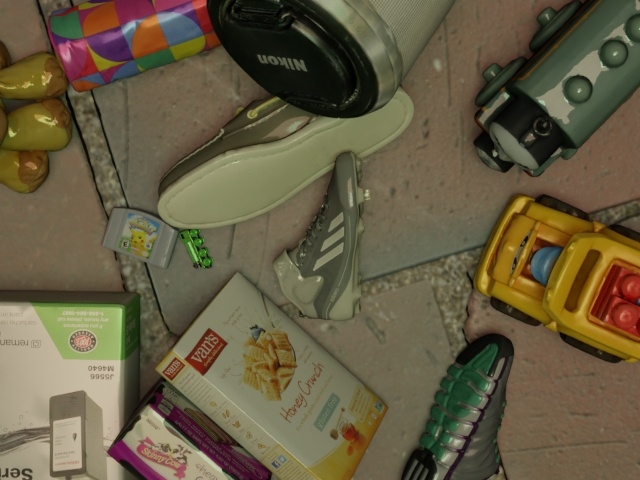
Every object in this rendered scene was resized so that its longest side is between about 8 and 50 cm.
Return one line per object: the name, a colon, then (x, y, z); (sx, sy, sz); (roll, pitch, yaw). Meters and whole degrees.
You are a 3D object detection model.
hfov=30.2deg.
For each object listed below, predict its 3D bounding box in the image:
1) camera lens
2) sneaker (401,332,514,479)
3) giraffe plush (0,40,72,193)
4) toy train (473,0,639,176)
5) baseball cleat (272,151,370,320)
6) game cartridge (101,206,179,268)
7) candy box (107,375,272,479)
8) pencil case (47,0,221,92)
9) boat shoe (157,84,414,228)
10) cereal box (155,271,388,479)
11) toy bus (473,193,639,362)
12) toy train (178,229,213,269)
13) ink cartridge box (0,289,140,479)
camera lens: (0.031, -0.280, 1.217); (0.219, 0.219, 0.274); (35, 68, -3)
sneaker: (0.180, 0.217, 1.379); (0.098, 0.083, 0.224); (25, 97, -26)
giraffe plush: (-0.387, -0.137, 1.285); (0.210, 0.170, 0.182); (-2, 95, 0)
toy train: (0.299, -0.203, 1.277); (0.334, 0.190, 0.142); (-44, 93, 3)
baseball cleat: (0.000, 0.000, 1.329); (0.109, 0.072, 0.206); (0, 112, 1)
game cartridge: (-0.207, -0.006, 1.368); (0.083, 0.017, 0.056); (19, 96, 6)
candy box: (-0.130, 0.222, 1.284); (0.159, 0.233, 0.071); (41, 95, -4)
pencil case: (-0.181, -0.243, 1.319); (0.236, 0.104, 0.104); (-18, 94, -1)
boat shoe: (-0.048, -0.112, 1.328); (0.305, 0.109, 0.091); (-26, 54, 2)
cereal box: (-0.048, 0.164, 1.315); (0.240, 0.173, 0.047); (42, 125, -4)
toy bus: (0.294, 0.049, 1.288); (0.220, 0.211, 0.149); (24, 95, -1)
toy train: (-0.150, -0.003, 1.375); (0.023, 0.017, 0.083); (-22, 95, 11)
ink cartridge box: (-0.309, 0.198, 1.340); (0.198, 0.115, 0.273); (1, 95, -1)
